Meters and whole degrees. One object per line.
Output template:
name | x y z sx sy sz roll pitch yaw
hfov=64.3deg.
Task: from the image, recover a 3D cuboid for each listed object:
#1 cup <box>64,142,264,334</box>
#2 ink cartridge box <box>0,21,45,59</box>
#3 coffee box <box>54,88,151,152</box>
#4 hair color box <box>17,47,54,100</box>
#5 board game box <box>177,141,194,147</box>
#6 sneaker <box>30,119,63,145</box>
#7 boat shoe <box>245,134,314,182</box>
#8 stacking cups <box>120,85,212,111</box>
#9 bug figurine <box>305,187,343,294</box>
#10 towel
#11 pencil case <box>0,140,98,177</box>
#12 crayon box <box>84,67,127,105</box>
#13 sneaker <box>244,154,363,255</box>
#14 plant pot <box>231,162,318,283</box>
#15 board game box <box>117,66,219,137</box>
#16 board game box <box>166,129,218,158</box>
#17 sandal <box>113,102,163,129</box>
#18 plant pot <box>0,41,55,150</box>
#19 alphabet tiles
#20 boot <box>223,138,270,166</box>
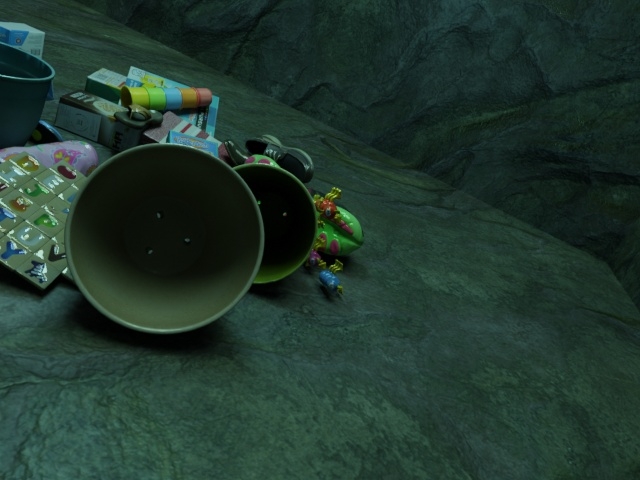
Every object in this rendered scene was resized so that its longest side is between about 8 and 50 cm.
cup | -0.295 -0.007 0.986 0.331 0.331 0.237 17 -3 -18
ink cartridge box | -0.984 -0.585 1.638 0.086 0.203 0.148 24 22 4
coffee box | -0.682 -0.375 1.613 0.246 0.098 0.141 21 23 -9
hair color box | -0.932 -0.429 1.364 0.174 0.105 0.347 32 38 25
board game box | -0.396 -0.190 1.450 0.194 0.060 0.194 46 42 5
sneaker | -0.796 -0.324 1.422 0.209 0.069 0.082 26 27 6
boat shoe | -0.170 -0.309 1.979 0.130 0.132 0.355 -12 33 -41
stacking cups | -0.531 -0.503 1.782 0.316 0.096 0.096 -21 48 -41
bug figurine | 0.000 0.000 1.330 0.072 0.279 0.216 -9 15 -21
towel | -0.411 -0.305 1.717 0.329 0.037 0.237 30 32 -10
pencil case | -0.645 -0.161 1.169 0.124 0.124 0.284 27 23 7
crayon box | -0.729 -0.564 2.001 0.323 0.083 0.203 17 24 -15
sneaker | -0.070 -0.097 1.581 0.483 0.185 0.202 37 8 21
plant pot | -0.144 -0.056 1.294 0.275 0.275 0.293 23 7 -4
board game box | -0.554 -0.477 1.867 0.336 0.079 0.254 15 50 -21
board game box | -0.394 -0.235 1.572 0.160 0.047 0.210 12 49 -28
sandal | -0.554 -0.391 1.573 0.090 0.060 0.219 31 24 8
plant pot | -0.777 -0.303 1.161 0.271 0.255 0.271 20 24 -9
alphabet tiles | -0.532 -0.047 1.016 0.285 0.011 0.342 40 25 -15
boot | -0.226 -0.276 1.728 0.219 0.106 0.082 51 25 -13
